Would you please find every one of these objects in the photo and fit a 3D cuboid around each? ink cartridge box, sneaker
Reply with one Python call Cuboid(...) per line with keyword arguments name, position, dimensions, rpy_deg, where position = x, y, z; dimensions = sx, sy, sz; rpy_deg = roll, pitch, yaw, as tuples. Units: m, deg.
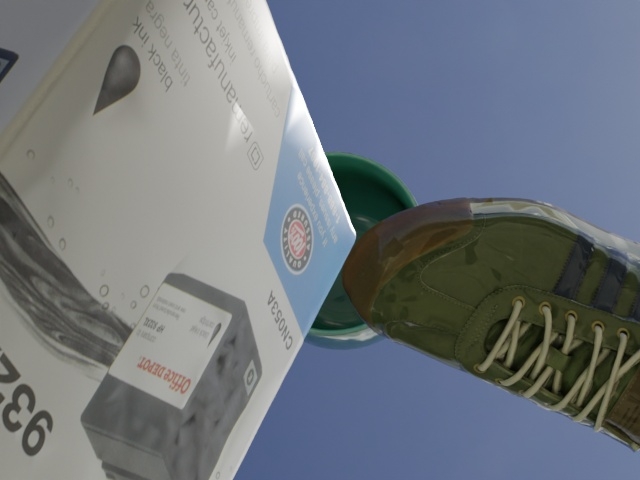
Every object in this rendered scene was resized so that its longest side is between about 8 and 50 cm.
Cuboid(name="ink cartridge box", position=(-0.122, 0.031, 0.525), dimensions=(0.307, 0.129, 0.223), rpy_deg=(-62, -33, -34))
Cuboid(name="sneaker", position=(0.106, 0.038, 0.497), dimensions=(0.192, 0.086, 0.064), rpy_deg=(10, -59, -34))

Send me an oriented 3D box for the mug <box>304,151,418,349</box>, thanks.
Cuboid(name="mug", position=(0.010, 0.001, 0.939), dimensions=(0.130, 0.097, 0.157), rpy_deg=(-21, -107, 3))
